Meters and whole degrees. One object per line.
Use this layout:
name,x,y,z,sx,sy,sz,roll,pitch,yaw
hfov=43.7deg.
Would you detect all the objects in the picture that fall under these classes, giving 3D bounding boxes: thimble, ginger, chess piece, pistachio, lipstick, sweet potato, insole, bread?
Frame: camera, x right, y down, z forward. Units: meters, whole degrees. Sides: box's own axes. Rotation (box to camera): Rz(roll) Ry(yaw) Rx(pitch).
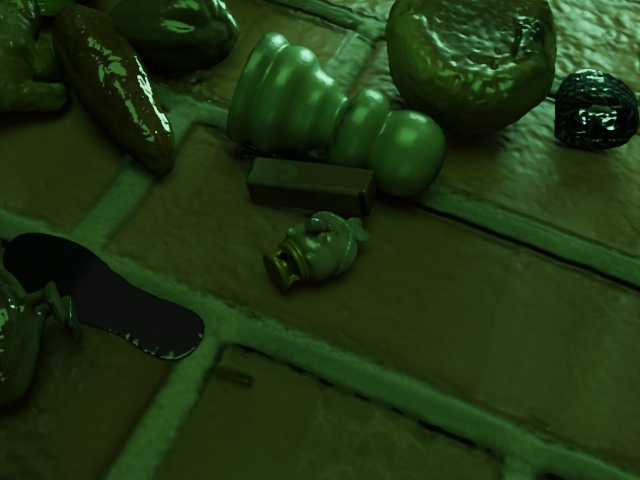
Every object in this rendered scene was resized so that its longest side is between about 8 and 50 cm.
thimble,0.357,-0.170,1.034,0.105,0.095,0.066,3,51,14
ginger,-0.414,-0.246,1.009,0.157,0.102,0.216,-19,69,-24
chess piece,0.029,-0.136,0.960,0.251,0.144,0.144,25,56,6
pistachio,-0.199,-0.283,1.061,0.186,0.108,0.126,3,29,6
lipstick,-0.011,-0.063,0.935,0.146,0.045,0.045,8,54,17
sweet potato,-0.248,-0.184,0.988,0.097,0.097,0.251,-30,75,-23
insole,-0.242,0.060,0.870,0.253,0.005,0.086,26,57,14
bread,0.198,-0.241,1.050,0.245,0.134,0.244,3,57,-5

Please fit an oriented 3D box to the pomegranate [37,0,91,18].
pomegranate,-0.381,-0.371,1.101,0.143,0.169,0.122,42,25,-16

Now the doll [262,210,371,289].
doll,0.000,0.000,0.886,0.127,0.084,0.073,-29,53,-20

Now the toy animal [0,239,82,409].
toy animal,-0.342,0.085,0.801,0.179,0.089,0.188,-24,63,-6
